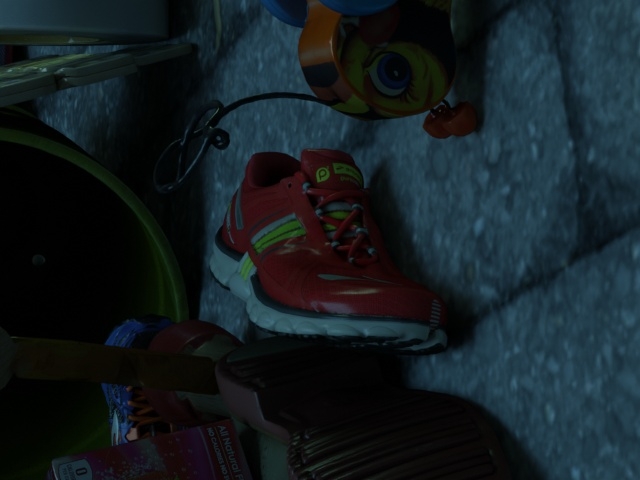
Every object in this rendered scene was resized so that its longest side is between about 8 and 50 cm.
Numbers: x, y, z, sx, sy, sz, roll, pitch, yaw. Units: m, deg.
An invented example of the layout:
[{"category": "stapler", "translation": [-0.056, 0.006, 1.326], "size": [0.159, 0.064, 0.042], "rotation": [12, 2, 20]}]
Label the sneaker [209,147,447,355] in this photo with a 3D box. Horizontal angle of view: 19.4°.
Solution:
[{"category": "sneaker", "translation": [0.000, 0.000, 1.235], "size": [0.279, 0.107, 0.118], "rotation": [30, 107, 61]}]

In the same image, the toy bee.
[{"category": "toy bee", "translation": [0.033, -0.139, 1.138], "size": [0.298, 0.162, 0.195], "rotation": [-57, 23, 10]}]

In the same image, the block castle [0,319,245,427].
[{"category": "block castle", "translation": [-0.192, 0.273, 1.387], "size": [0.213, 0.303, 0.453], "rotation": [-179, 96, -66]}]

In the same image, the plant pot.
[{"category": "plant pot", "translation": [-0.324, 0.023, 1.715], "size": [0.353, 0.367, 0.366], "rotation": [-119, 36, -67]}]

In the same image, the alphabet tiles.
[{"category": "alphabet tiles", "translation": [-0.262, -0.138, 1.617], "size": [0.284, 0.278, 0.021], "rotation": [12, 117, 66]}]

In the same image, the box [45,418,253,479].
[{"category": "box", "translation": [-0.087, 0.259, 1.196], "size": [0.122, 0.128, 0.256], "rotation": [121, 133, -60]}]

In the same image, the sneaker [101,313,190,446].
[{"category": "sneaker", "translation": [-0.138, 0.165, 1.564], "size": [0.087, 0.083, 0.221], "rotation": [-126, 34, -64]}]

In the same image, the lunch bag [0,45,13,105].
[{"category": "lunch bag", "translation": [-0.436, -0.127, 2.160], "size": [0.258, 0.120, 0.293], "rotation": [123, 152, -49]}]

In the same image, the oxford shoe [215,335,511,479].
[{"category": "oxford shoe", "translation": [0.034, 0.162, 1.159], "size": [0.348, 0.123, 0.130], "rotation": [-139, 39, -67]}]

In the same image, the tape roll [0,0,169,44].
[{"category": "tape roll", "translation": [-0.253, -0.258, 1.631], "size": [0.246, 0.246, 0.169], "rotation": [-176, 85, -66]}]
